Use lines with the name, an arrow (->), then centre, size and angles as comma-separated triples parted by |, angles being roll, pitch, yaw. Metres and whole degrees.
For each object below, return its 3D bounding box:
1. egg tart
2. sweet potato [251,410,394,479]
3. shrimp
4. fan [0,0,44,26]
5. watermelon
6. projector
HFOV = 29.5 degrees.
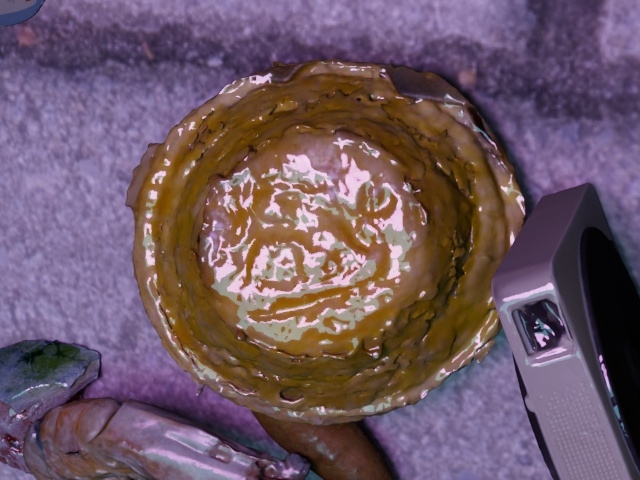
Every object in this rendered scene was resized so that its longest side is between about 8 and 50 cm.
egg tart -> 0.001, 0.000, 1.000 | 0.341, 0.132, 0.341 | 0, 90, 8
sweet potato -> -0.028, 0.108, 1.119 | 0.108, 0.079, 0.346 | -19, 99, -6
shrimp -> -0.126, 0.246, 1.159 | 0.360, 0.085, 0.247 | 4, 135, 25
fan -> -0.331, -0.258, 1.144 | 0.175, 0.005, 0.113 | 2, 107, 19
watermelon -> -0.301, 0.180, 1.237 | 0.187, 0.071, 0.139 | -15, 105, 22
projector -> 0.209, 0.108, 0.932 | 0.079, 0.259, 0.257 | -18, 99, 23
